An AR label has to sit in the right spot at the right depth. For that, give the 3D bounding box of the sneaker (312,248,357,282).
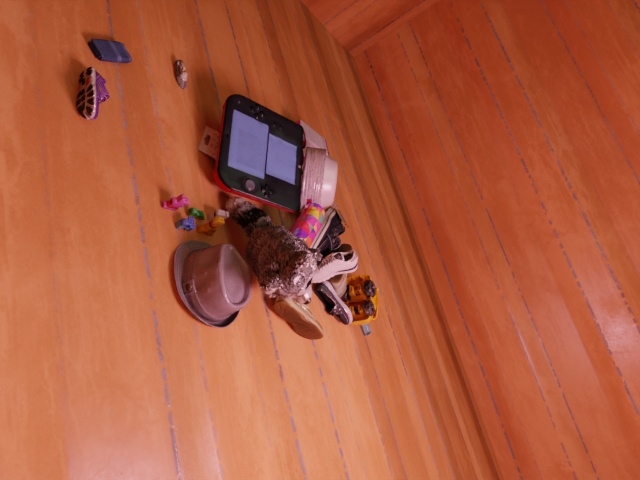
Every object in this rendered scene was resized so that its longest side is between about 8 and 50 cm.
[{"bbox_3d":[0.037,0.096,1.662,0.094,0.235,0.090,84,-15,-54],"label":"sneaker"}]

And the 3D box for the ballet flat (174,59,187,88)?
[{"bbox_3d":[-0.493,-0.596,1.469,0.041,0.041,0.114,8,62,-59],"label":"ballet flat"}]

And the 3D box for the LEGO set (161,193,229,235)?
[{"bbox_3d":[-0.349,-0.071,1.243,0.227,0.093,0.086,16,55,-56],"label":"LEGO set"}]

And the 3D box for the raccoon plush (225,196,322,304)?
[{"bbox_3d":[-0.184,0.025,1.243,0.447,0.216,0.299,35,-4,10],"label":"raccoon plush"}]

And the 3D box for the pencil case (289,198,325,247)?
[{"bbox_3d":[-0.063,-0.038,1.489,0.104,0.105,0.236,49,46,-29],"label":"pencil case"}]

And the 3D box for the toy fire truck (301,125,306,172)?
[{"bbox_3d":[-0.140,-0.341,1.796,0.253,0.170,0.302,74,16,-45],"label":"toy fire truck"}]

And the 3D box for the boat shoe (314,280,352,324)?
[{"bbox_3d":[0.050,0.270,1.706,0.076,0.080,0.228,-46,113,-44],"label":"boat shoe"}]

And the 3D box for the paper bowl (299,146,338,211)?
[{"bbox_3d":[-0.007,-0.255,1.784,0.284,0.148,0.284,-173,-90,-89],"label":"paper bowl"}]

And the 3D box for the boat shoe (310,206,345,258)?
[{"bbox_3d":[0.000,0.000,1.717,0.156,0.187,0.500,55,23,-9],"label":"boat shoe"}]

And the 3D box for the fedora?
[{"bbox_3d":[-0.285,0.105,1.181,0.244,0.124,0.275,21,51,-55],"label":"fedora"}]

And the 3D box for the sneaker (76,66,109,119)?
[{"bbox_3d":[-0.593,-0.385,1.095,0.071,0.068,0.169,34,40,-54],"label":"sneaker"}]

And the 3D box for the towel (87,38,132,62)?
[{"bbox_3d":[-0.621,-0.558,1.223,0.067,0.029,0.119,62,27,-7],"label":"towel"}]

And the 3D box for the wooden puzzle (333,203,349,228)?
[{"bbox_3d":[0.090,-0.105,1.834,0.116,0.014,0.078,64,12,18],"label":"wooden puzzle"}]

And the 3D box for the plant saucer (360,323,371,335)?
[{"bbox_3d":[0.188,0.353,1.942,0.067,0.018,0.191,-8,77,-62],"label":"plant saucer"}]

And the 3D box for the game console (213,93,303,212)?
[{"bbox_3d":[-0.207,-0.315,1.495,0.342,0.060,0.386,15,65,-32],"label":"game console"}]

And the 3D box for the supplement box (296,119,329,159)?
[{"bbox_3d":[-0.068,-0.484,2.057,0.220,0.111,0.113,24,48,-53],"label":"supplement box"}]

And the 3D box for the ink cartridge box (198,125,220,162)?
[{"bbox_3d":[-0.358,-0.318,1.507,0.179,0.045,0.145,26,44,-26],"label":"ink cartridge box"}]

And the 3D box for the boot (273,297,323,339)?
[{"bbox_3d":[-0.066,0.224,1.504,0.262,0.095,0.203,48,31,-33],"label":"boot"}]

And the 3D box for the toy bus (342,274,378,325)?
[{"bbox_3d":[0.196,0.295,1.864,0.211,0.150,0.220,46,39,-46],"label":"toy bus"}]

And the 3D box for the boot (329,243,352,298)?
[{"bbox_3d":[0.088,0.135,1.794,0.165,0.077,0.213,82,22,-51],"label":"boot"}]
